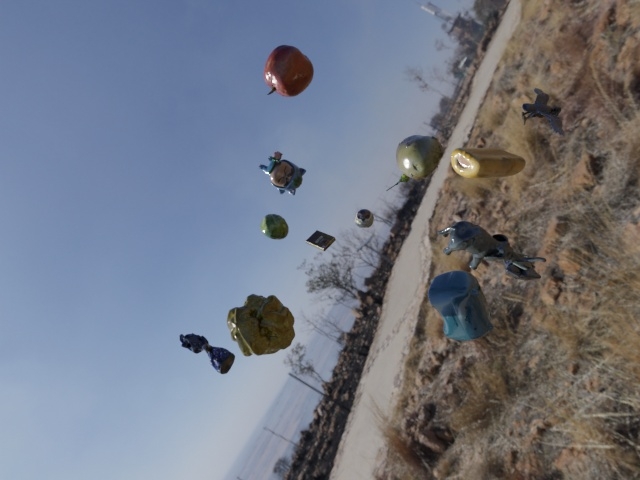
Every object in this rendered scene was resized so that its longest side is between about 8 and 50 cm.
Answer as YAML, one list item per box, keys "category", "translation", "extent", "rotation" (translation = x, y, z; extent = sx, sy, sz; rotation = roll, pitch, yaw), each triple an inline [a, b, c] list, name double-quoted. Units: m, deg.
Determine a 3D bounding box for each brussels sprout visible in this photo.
- category: "brussels sprout"
  translation: [-0.228, -0.071, 2.022]
  extent: [0.117, 0.155, 0.155]
  rotation: [-49, 1, 38]

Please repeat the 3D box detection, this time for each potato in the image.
- category: "potato"
  translation: [0.357, -0.308, 1.467]
  extent: [0.164, 0.165, 0.262]
  rotation: [-59, 8, 15]

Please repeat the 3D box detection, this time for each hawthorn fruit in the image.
- category: "hawthorn fruit"
  translation: [-0.128, -0.610, 1.479]
  extent: [0.200, 0.179, 0.179]
  rotation: [-57, -6, -6]

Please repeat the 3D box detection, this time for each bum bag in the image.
- category: "bum bag"
  translation: [0.953, 0.134, 1.903]
  extent: [0.340, 0.144, 0.095]
  rotation: [-18, -58, -67]

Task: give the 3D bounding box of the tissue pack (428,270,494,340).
- category: "tissue pack"
  translation: [0.602, 0.274, 1.687]
  extent: [0.206, 0.287, 0.198]
  rotation: [-14, 22, 34]

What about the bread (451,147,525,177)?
- category: "bread"
  translation: [0.569, -0.262, 1.365]
  extent: [0.305, 0.142, 0.091]
  rotation: [-9, -60, -36]

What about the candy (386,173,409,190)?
- category: "candy"
  translation: [0.345, -0.255, 1.796]
  extent: [0.123, 0.035, 0.035]
  rotation: [-35, 46, 24]

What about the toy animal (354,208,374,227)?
- category: "toy animal"
  translation: [0.220, -0.116, 1.985]
  extent: [0.098, 0.098, 0.137]
  rotation: [-60, -2, 23]

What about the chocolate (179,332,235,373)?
- category: "chocolate"
  translation: [-0.636, 0.596, 2.206]
  extent: [0.126, 0.344, 0.148]
  rotation: [-52, -19, -33]

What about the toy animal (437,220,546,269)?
- category: "toy animal"
  translation: [0.452, 0.025, 1.100]
  extent: [0.137, 0.270, 0.082]
  rotation: [103, -170, -70]

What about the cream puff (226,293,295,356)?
- category: "cream puff"
  translation: [-0.276, 0.414, 1.928]
  extent: [0.274, 0.323, 0.270]
  rotation: [-37, 0, 19]

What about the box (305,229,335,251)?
- category: "box"
  translation: [0.000, 0.000, 1.995]
  extent: [0.090, 0.133, 0.023]
  rotation: [-47, -45, -22]

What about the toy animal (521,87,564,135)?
- category: "toy animal"
  translation: [0.638, -0.374, 1.154]
  extent: [0.062, 0.108, 0.220]
  rotation: [66, -156, -52]

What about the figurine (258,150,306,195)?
- category: "figurine"
  translation: [-0.145, -0.236, 1.353]
  extent: [0.114, 0.178, 0.144]
  rotation: [-54, -35, -1]
